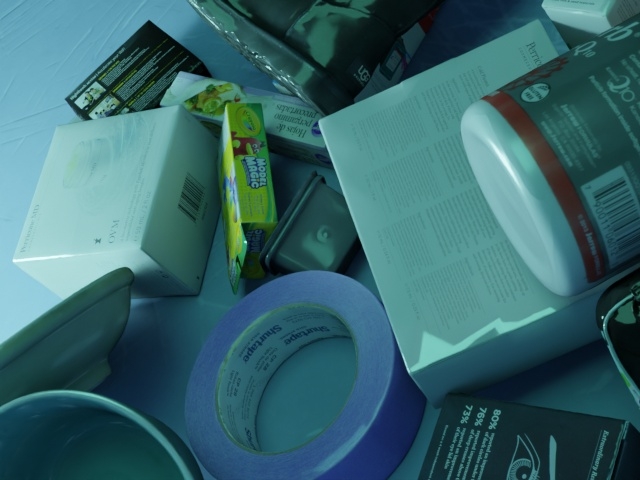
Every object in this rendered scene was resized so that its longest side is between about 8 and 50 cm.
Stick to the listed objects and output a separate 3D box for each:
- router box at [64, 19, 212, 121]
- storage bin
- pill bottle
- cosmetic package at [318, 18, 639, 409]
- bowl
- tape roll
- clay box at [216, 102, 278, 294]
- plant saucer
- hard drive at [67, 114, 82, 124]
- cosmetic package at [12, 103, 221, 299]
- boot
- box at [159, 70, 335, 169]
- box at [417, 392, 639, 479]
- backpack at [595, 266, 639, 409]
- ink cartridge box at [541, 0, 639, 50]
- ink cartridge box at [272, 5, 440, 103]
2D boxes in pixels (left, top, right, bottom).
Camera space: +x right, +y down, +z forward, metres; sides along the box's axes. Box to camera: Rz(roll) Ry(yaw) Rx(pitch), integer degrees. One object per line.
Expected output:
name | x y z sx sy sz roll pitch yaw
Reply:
router box | -0.268 -0.224 1.984 0.179 0.046 0.133 -44 59 -8
storage bin | 0.000 0.000 1.668 0.091 0.098 0.135 30 78 14
pill bottle | 0.336 -0.116 1.285 0.363 0.210 0.210 -28 48 -3
cosmetic package | 0.185 -0.038 1.484 0.284 0.097 0.377 -25 51 9
bowl | -0.250 0.310 1.523 0.312 0.163 0.311 1 93 13
tape roll | -0.019 0.175 1.558 0.275 0.090 0.274 -17 52 24
clay box | -0.094 -0.052 1.725 0.053 0.127 0.222 -2 56 -13
plant saucer | -0.370 0.189 1.664 0.400 0.400 0.100 -37 89 7
hard drive | -0.325 -0.186 2.041 0.135 0.022 0.094 -49 47 -3
cosmetic package | -0.267 -0.046 1.834 0.225 0.138 0.224 -7 57 31
boot | 0.053 -0.405 1.741 0.445 0.146 0.367 -48 59 -1
box | -0.084 -0.166 1.841 0.324 0.067 0.063 18 73 39
box | 0.210 0.252 1.342 0.207 0.108 0.153 7 64 36
backpack | 0.397 0.111 1.243 0.225 0.191 0.253 -34 87 11
ink cartridge box | 0.366 -0.307 1.577 0.093 0.154 0.212 18 73 41
ink cartridge box | 0.055 -0.271 1.809 0.134 0.078 0.231 18 71 39
